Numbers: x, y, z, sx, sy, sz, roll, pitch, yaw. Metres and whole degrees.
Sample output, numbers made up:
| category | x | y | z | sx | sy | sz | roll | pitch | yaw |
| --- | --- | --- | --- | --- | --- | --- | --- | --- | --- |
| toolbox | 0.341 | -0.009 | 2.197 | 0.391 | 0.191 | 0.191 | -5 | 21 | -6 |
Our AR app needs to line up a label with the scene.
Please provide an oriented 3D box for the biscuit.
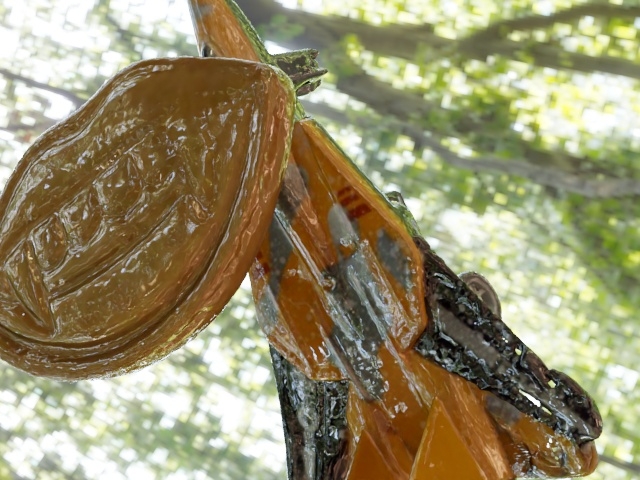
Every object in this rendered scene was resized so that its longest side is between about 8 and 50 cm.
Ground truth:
| category | x | y | z | sx | sy | sz | roll | pitch | yaw |
| --- | --- | --- | --- | --- | --- | --- | --- | --- | --- |
| biscuit | -0.096 | -0.007 | 0.742 | 0.029 | 0.221 | 0.142 | 17 | -131 | -53 |

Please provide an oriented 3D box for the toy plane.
| category | x | y | z | sx | sy | sz | roll | pitch | yaw |
| --- | --- | --- | --- | --- | --- | --- | --- | --- | --- |
| toy plane | 0.008 | -0.002 | 0.797 | 0.103 | 0.204 | 0.316 | -8 | -107 | -49 |
